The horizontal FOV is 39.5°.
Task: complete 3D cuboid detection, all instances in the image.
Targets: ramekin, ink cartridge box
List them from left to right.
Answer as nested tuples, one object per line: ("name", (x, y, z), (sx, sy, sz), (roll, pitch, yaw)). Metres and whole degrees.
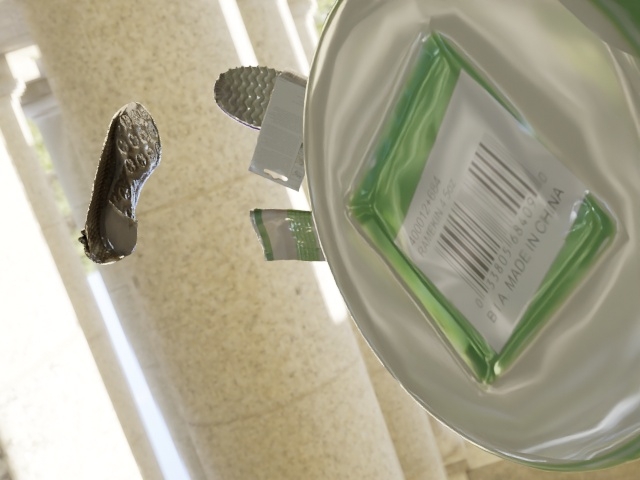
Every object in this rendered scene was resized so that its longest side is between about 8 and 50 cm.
("ink cartridge box", (-0.028, -0.112, 0.911), (0.062, 0.115, 0.029), (24, -146, 2))
("ramekin", (0.123, -0.033, 0.462), (0.148, 0.304, 0.303), (-20, -173, -33))

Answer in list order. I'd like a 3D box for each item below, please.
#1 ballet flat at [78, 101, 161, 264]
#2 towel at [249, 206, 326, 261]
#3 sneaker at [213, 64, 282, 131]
("ballet flat", (-0.244, -0.071, 1.075), (0.058, 0.084, 0.250), (-23, -135, 27))
("towel", (0.000, 0.000, 1.032), (0.152, 0.023, 0.113), (5, 155, 11))
("sneaker", (-0.037, -0.203, 1.469), (0.293, 0.102, 0.146), (10, 170, -12))
